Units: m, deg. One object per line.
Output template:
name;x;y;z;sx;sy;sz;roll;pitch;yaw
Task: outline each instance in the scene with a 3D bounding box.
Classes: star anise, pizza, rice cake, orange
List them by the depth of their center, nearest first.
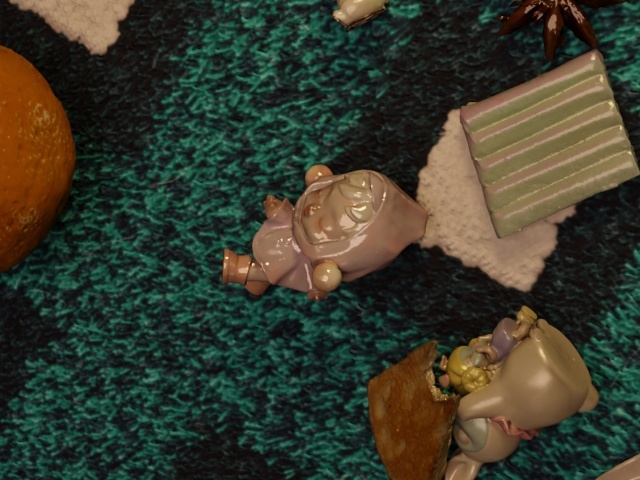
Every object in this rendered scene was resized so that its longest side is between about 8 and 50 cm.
star anise;0.284;-0.299;1.715;0.168;0.057;0.168;4;102;20
rice cake;0.280;-0.118;1.759;0.198;0.037;0.189;-17;94;21
pizza;0.121;0.219;1.813;0.181;0.034;0.262;57;146;35
orange;-0.482;-0.103;1.883;0.340;0.293;0.341;-9;73;34

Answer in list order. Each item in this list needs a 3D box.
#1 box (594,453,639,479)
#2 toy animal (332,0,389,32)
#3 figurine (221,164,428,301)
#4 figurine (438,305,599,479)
box;0.416;0.393;1.713;0.262;0.206;0.291;17;107;15
toy animal;0.034;-0.331;1.788;0.085;0.071;0.124;-25;91;22
figurine;0.001;0.000;1.828;0.276;0.200;0.133;-23;136;23
figurine;0.214;0.206;1.795;0.235;0.127;0.155;-40;104;24
